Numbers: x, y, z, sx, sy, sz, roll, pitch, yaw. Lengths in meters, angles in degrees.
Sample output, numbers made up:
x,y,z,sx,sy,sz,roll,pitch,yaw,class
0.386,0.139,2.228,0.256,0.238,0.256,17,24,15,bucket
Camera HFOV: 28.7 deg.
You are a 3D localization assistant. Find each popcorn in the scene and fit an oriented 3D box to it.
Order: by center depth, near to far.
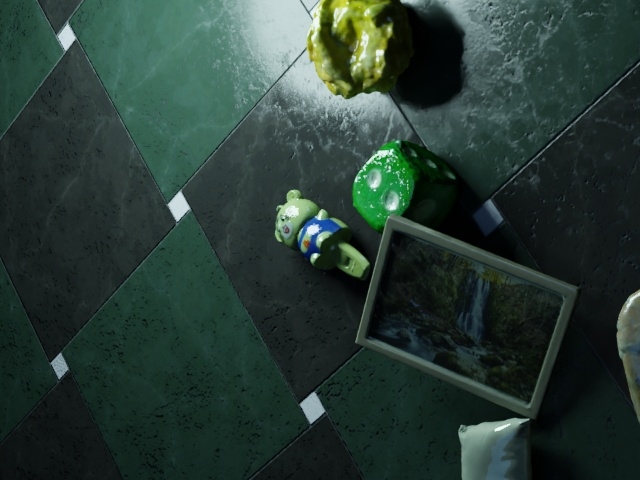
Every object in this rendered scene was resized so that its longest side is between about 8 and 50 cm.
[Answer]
x,y,z,sx,sy,sz,roll,pitch,yaw,class
0.070,-0.328,2.080,0.198,0.155,0.197,-3,82,20,popcorn

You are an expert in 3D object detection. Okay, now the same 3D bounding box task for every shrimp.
x,y,z,sx,sy,sz,roll,pitch,yaw,class
0.507,0.188,1.785,0.145,0.059,0.254,-18,79,32,shrimp

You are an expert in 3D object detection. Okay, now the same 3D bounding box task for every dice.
x,y,z,sx,sy,sz,roll,pitch,yaw,class
0.138,-0.081,2.035,0.120,0.128,0.131,49,121,30,dice

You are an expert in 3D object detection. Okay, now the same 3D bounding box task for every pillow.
x,y,z,sx,sy,sz,roll,pitch,yaw,class
0.288,0.406,1.949,0.144,0.078,0.254,-11,83,39,pillow

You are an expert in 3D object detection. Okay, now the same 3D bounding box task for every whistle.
x,y,z,sx,sy,sz,roll,pitch,yaw,class
0.000,0.000,2.176,0.227,0.085,0.105,38,122,32,whistle

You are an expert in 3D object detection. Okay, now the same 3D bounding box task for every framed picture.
x,y,z,sx,sy,sz,roll,pitch,yaw,class
0.223,0.119,1.954,0.324,0.020,0.240,24,116,19,framed picture
